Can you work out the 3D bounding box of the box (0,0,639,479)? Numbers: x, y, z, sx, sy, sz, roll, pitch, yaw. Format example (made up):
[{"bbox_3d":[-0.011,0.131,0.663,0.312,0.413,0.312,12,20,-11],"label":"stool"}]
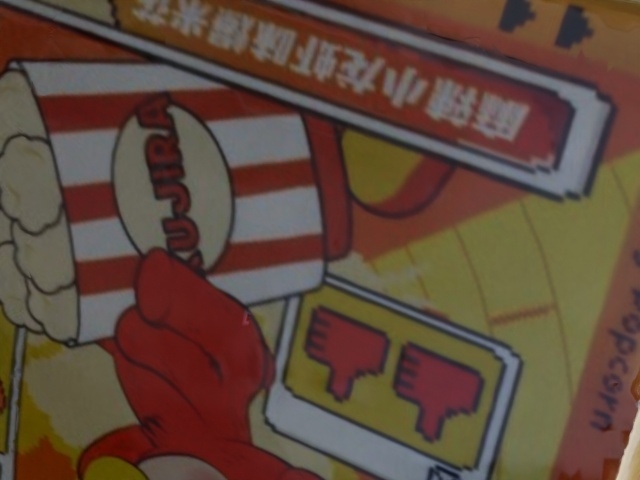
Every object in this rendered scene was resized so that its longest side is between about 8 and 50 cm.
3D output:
[{"bbox_3d":[0.000,0.000,0.462,0.214,0.283,0.259,-31,137,-57],"label":"box"}]
